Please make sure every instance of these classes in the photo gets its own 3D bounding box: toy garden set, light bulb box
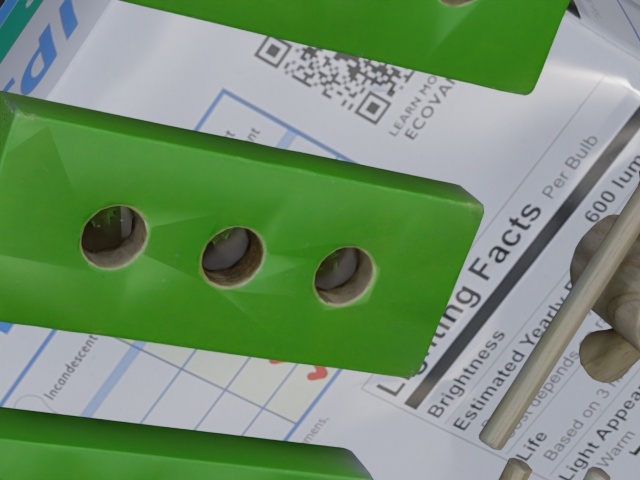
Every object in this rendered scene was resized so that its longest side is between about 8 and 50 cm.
[{"bbox_3d":[0.002,0.030,0.435,0.204,0.049,0.244,10,111,-31],"label":"toy garden set"},{"bbox_3d":[0.000,0.000,0.877,0.361,0.225,0.358,28,111,-24],"label":"light bulb box"}]
